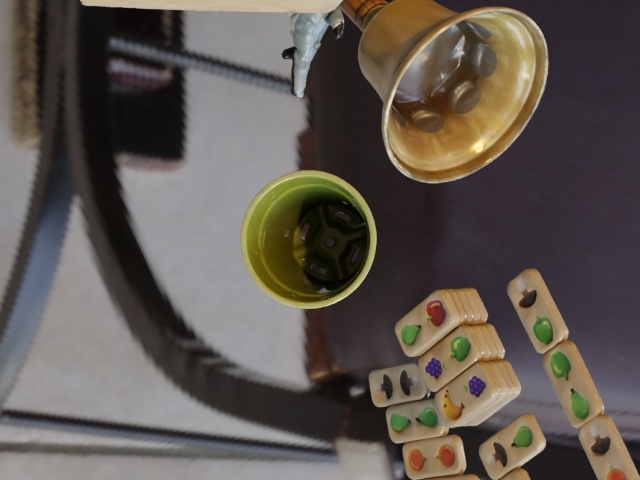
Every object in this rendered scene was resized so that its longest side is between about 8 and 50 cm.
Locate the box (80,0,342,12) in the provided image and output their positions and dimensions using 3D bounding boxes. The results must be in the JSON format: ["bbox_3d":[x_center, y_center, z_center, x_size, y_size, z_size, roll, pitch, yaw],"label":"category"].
[{"bbox_3d":[0.016,-0.160,0.663,0.164,0.201,0.021,-7,55,-55],"label":"box"}]

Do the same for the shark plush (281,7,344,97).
[{"bbox_3d":[-0.003,-0.213,1.713,0.073,0.067,0.161,16,106,-53],"label":"shark plush"}]

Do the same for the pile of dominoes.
[{"bbox_3d":[0.124,0.159,1.298,0.040,0.196,0.251,-3,61,-43],"label":"pile of dominoes"}]

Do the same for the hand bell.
[{"bbox_3d":[0.030,-0.154,1.225,0.126,0.126,0.242,-4,35,-37],"label":"hand bell"}]

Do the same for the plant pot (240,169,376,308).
[{"bbox_3d":[0.000,0.000,1.134,0.079,0.083,0.083,5,68,-78],"label":"plant pot"}]
